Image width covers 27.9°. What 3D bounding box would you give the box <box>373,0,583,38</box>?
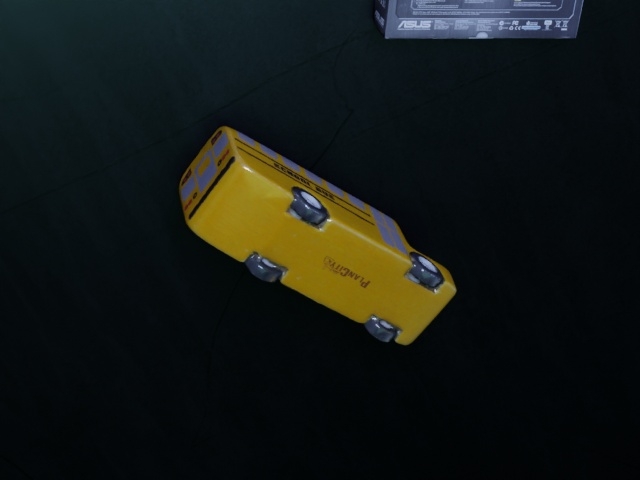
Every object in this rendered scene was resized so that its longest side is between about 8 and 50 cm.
[{"bbox_3d":[0.182,-0.315,1.413,0.231,0.056,0.183,-3,122,-12],"label":"box"}]

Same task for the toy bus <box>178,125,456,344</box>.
[{"bbox_3d":[0.000,0.000,1.526,0.333,0.130,0.108,28,111,-28],"label":"toy bus"}]
